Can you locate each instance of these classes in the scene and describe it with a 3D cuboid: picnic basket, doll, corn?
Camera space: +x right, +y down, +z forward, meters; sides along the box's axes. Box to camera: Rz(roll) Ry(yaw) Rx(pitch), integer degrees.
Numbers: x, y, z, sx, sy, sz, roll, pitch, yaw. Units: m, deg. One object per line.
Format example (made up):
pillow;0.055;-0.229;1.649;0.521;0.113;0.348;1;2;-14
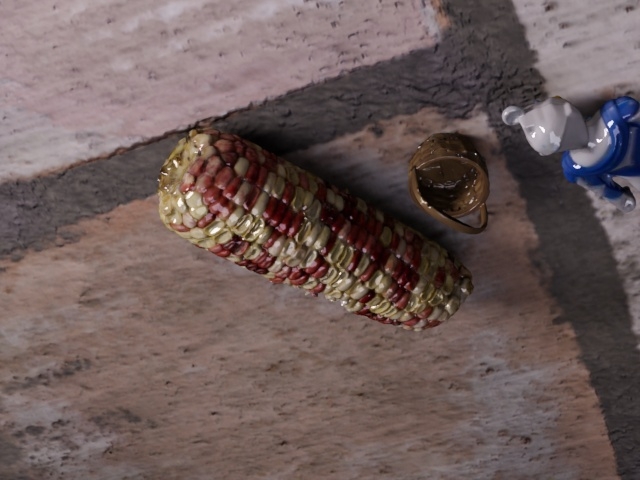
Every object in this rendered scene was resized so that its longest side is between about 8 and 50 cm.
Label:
picnic basket;0.104;-0.040;1.043;0.072;0.083;0.072;0;131;0
doll;0.244;-0.075;1.036;0.227;0.057;0.114;16;135;-26
corn;0.000;0.000;1.072;0.290;0.098;0.098;26;125;-25
